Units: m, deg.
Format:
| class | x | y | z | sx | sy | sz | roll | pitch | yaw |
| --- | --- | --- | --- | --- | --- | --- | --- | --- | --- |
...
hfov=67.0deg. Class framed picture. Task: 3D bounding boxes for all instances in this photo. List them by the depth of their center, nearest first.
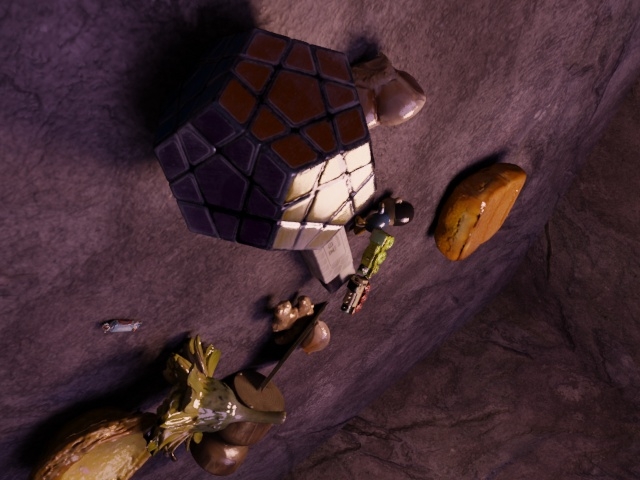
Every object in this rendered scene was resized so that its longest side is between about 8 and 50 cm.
| class | x | y | z | sx | sy | sz | roll | pitch | yaw |
| --- | --- | --- | --- | --- | --- | --- | --- | --- | --- |
| framed picture | -0.076 | 0.316 | 1.477 | 0.273 | 0.016 | 0.216 | -54 | 175 | 15 |

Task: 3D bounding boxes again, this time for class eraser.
| class | x | y | z | sx | sy | sz | roll | pitch | yaw |
| --- | --- | --- | --- | --- | --- | --- | --- | --- | --- |
| eraser | 0.000 | 0.000 | 1.142 | 0.098 | 0.096 | 0.404 | -41 | 152 | -11 |

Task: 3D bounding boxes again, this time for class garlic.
| class | x | y | z | sx | sy | sz | roll | pitch | yaw |
| --- | --- | --- | --- | --- | --- | --- | --- | --- | --- |
| garlic | 0.104 | -0.266 | 0.908 | 0.174 | 0.124 | 0.099 | -21 | 172 | 11 |
| garlic | -0.005 | 0.322 | 1.607 | 0.084 | 0.066 | 0.152 | -1 | 132 | -51 |

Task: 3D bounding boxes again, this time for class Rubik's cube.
| class | x | y | z | sx | sy | sz | roll | pitch | yaw |
| --- | --- | --- | --- | --- | --- | --- | --- | --- | --- |
| Rubik's cube | -0.070 | -0.131 | 0.678 | 0.319 | 0.319 | 0.264 | -48 | 125 | 6 |

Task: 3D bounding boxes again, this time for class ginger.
| class | x | y | z | sx | sy | sz | roll | pitch | yaw |
| --- | --- | --- | --- | --- | --- | --- | --- | --- | --- |
| ginger | -0.080 | 0.206 | 1.348 | 0.149 | 0.065 | 0.259 | -43 | 157 | -19 |

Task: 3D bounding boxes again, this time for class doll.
| class | x | y | z | sx | sy | sz | roll | pitch | yaw |
| --- | --- | --- | --- | --- | --- | --- | --- | --- | --- |
| doll | 0.175 | -0.068 | 1.314 | 0.179 | 0.089 | 0.102 | -12 | 144 | -10 |

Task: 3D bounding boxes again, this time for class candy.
| class | x | y | z | sx | sy | sz | roll | pitch | yaw |
| --- | --- | --- | --- | --- | --- | --- | --- | --- | --- |
| candy | -0.380 | 0.165 | 0.923 | 0.083 | 0.020 | 0.030 | 8 | 121 | -57 |

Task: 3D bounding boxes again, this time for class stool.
| class | x | y | z | sx | sy | sz | roll | pitch | yaw |
| --- | --- | --- | --- | --- | --- | --- | --- | --- | --- |
| stool | -0.250 | 0.544 | 1.452 | 0.264 | 0.179 | 0.179 | -53 | 152 | 15 |

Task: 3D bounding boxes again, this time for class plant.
| class | x | y | z | sx | sy | sz | roll | pitch | yaw |
| --- | --- | --- | --- | --- | --- | --- | --- | --- | --- |
| plant | -0.268 | 0.399 | 1.102 | 0.261 | 0.297 | 0.306 | -47 | -176 | -4 |

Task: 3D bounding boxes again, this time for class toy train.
| class | x | y | z | sx | sy | sz | roll | pitch | yaw |
| --- | --- | --- | --- | --- | --- | --- | --- | --- | --- |
| toy train | 0.118 | 0.087 | 1.285 | 0.085 | 0.053 | 0.250 | 2 | 116 | -58 |

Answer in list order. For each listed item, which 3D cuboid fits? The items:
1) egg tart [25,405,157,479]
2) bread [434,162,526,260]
| class | x | y | z | sx | sy | sz | roll | pitch | yaw |
| --- | --- | --- | --- | --- | --- | --- | --- | --- | --- |
| egg tart | -0.498 | 0.461 | 1.062 | 0.294 | 0.123 | 0.294 | -35 | 149 | -25 |
| bread | 0.551 | -0.115 | 1.699 | 0.328 | 0.148 | 0.337 | -32 | 148 | -32 |
